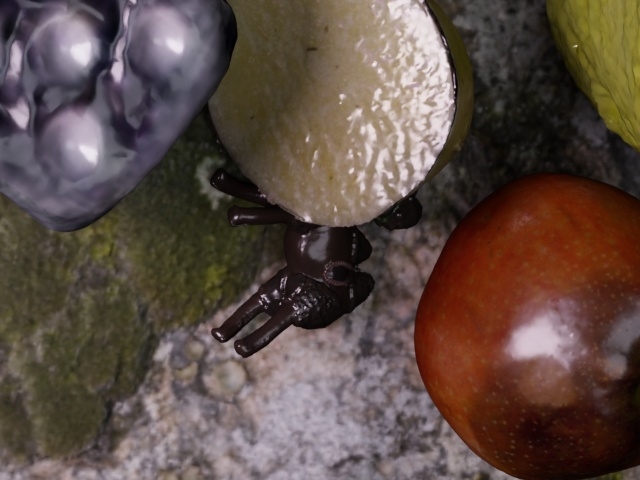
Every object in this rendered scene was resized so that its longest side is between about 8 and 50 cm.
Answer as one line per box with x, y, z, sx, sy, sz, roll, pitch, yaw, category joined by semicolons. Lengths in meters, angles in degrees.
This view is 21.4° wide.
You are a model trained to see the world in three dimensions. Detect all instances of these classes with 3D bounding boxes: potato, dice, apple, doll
0.026;-0.114;1.152;0.182;0.202;0.117;-50;161;27;potato
-0.172;-0.125;1.033;0.183;0.182;0.181;42;86;-24;dice
0.183;0.071;1.215;0.229;0.230;0.230;-6;105;-21;apple
0.000;0.000;1.209;0.165;0.057;0.139;-10;104;-25;doll

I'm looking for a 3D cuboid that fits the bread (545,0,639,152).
0.331;-0.176;1.163;0.348;0.308;0.348;-7;112;-18;bread
